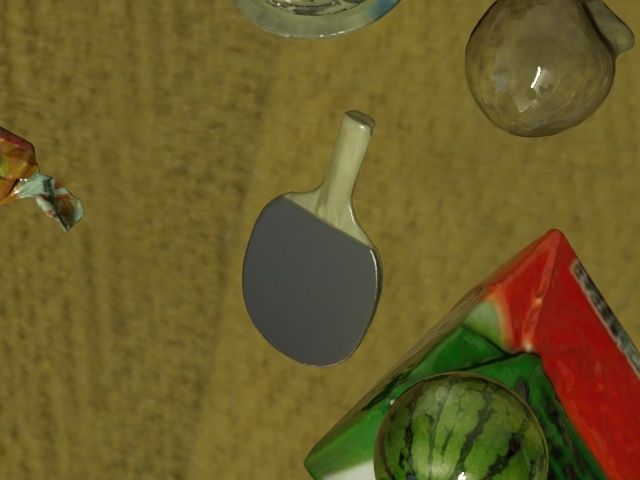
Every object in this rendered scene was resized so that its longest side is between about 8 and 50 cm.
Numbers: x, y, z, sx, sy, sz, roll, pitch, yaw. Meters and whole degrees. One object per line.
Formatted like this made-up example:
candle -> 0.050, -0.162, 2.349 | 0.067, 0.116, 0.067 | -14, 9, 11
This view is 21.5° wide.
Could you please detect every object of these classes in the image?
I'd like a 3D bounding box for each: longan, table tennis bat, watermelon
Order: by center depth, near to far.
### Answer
watermelon -> 0.075, 0.125, 0.936 | 0.109, 0.109, 0.109 | -4, 99, -22
longan -> 0.157, -0.127, 1.164 | 0.119, 0.106, 0.106 | -26, 108, 0
table tennis bat -> 0.000, 0.000, 1.451 | 0.022, 0.138, 0.246 | -28, 142, -51

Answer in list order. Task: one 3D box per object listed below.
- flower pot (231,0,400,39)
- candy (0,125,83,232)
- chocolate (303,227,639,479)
flower pot -> -0.019, -0.336, 1.659 | 0.212, 0.212, 0.202 | -45, 151, -11
candy -> -0.250, -0.065, 1.263 | 0.182, 0.046, 0.053 | 36, 53, -18
chocolate -> 0.189, 0.224, 1.490 | 0.360, 0.161, 0.341 | 56, 39, -5
